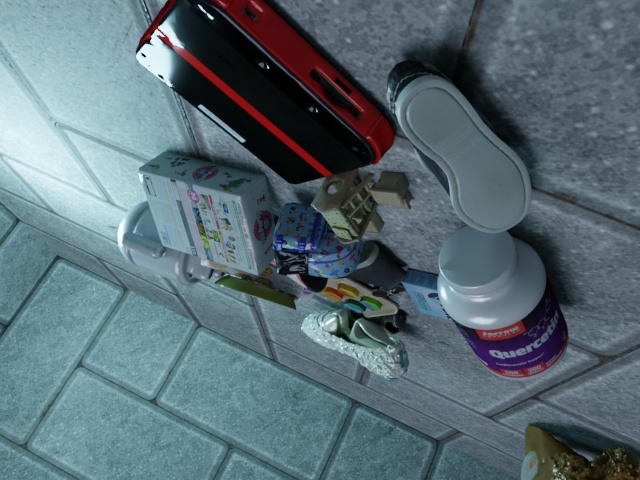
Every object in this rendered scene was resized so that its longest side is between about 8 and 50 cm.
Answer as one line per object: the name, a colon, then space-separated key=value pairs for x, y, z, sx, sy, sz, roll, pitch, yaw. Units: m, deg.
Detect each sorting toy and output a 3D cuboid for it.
sorting toy: x=0.089 y=0.156 z=1.590 sx=0.208 sy=0.038 sz=0.193 roll=34 pitch=158 yaw=-15

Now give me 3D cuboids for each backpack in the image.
backpack: x=0.000 y=0.000 z=1.200 sx=0.174 sy=0.158 sz=0.116 roll=7 pitch=135 yaw=15

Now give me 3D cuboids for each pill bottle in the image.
pill bottle: x=0.323 y=0.112 z=1.020 sx=0.182 sy=0.181 sz=0.323 roll=9 pitch=152 yaw=39

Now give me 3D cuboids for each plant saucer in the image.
plant saucer: x=-0.177 y=0.141 z=1.591 sx=0.241 sy=0.037 sz=0.241 roll=17 pitch=172 yaw=2

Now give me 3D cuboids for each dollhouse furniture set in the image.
dollhouse furniture set: x=0.100 y=-0.036 z=1.060 sx=0.161 sy=0.101 sz=0.182 roll=11 pitch=153 yaw=37

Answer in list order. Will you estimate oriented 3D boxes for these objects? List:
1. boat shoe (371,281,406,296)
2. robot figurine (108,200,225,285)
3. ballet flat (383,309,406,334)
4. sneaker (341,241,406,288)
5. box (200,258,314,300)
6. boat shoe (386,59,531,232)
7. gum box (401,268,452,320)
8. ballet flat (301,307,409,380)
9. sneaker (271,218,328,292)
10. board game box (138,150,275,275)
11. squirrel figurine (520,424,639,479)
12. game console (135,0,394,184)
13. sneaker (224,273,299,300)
boat shoe: x=0.172 y=0.121 z=1.413 sx=0.046 sy=0.038 sz=0.125 roll=39 pitch=156 yaw=-27
robot figurine: x=-0.433 y=0.004 z=1.643 sx=0.354 sy=0.199 sz=0.300 roll=20 pitch=-173 yaw=20
ballet flat: x=0.206 y=0.241 z=1.627 sx=0.058 sy=0.049 sz=0.173 roll=25 pitch=159 yaw=9
sneaker: x=0.093 y=0.074 z=1.341 sx=0.118 sy=0.083 sz=0.222 roll=37 pitch=156 yaw=-23
box: x=-0.161 y=0.076 z=1.542 sx=0.324 sy=0.067 sz=0.063 roll=21 pitch=-159 yaw=-19
boat shoe: x=0.193 y=-0.124 z=0.776 sx=0.114 sy=0.091 sz=0.302 roll=-32 pitch=130 yaw=13
gum box: x=0.295 y=0.136 z=1.299 sx=0.185 sy=0.041 sz=0.157 roll=13 pitch=154 yaw=35
ballet flat: x=0.104 y=0.279 z=1.739 sx=0.409 sy=0.147 sz=0.147 roll=21 pitch=159 yaw=39
sneaker: x=-0.104 y=0.034 z=1.481 sx=0.270 sy=0.090 sz=0.145 roll=44 pitch=154 yaw=-28
board game box: x=-0.257 y=-0.065 z=1.324 sx=0.304 sy=0.097 sz=0.223 roll=16 pitch=133 yaw=28
squirrel figurine: x=0.851 y=0.777 z=1.790 sx=0.371 sy=0.280 sz=0.397 roll=20 pitch=161 yaw=2
game console: x=-0.098 y=-0.236 z=0.926 sx=0.387 sy=0.060 sz=0.342 roll=38 pitch=161 yaw=-23
sneaker: x=-0.166 y=0.126 z=1.785 sx=0.279 sy=0.107 sz=0.118 roll=16 pitch=175 yaw=31
